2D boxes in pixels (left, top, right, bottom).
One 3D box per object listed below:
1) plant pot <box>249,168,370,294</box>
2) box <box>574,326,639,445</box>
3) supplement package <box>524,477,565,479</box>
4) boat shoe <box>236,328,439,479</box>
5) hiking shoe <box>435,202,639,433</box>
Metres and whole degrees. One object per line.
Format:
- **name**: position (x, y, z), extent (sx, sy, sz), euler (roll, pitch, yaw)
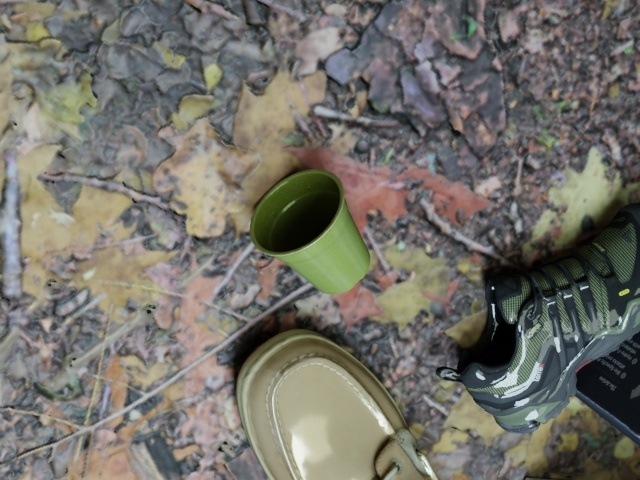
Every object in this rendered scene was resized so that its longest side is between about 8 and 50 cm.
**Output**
- **plant pot**: position (0.000, 0.000, 1.484), extent (0.083, 0.083, 0.079), euler (-44, 132, -5)
- **box**: position (0.301, 0.097, 1.602), extent (0.093, 0.156, 0.158), euler (38, 90, -31)
- **supplement package**: position (0.310, 0.344, 1.667), extent (0.262, 0.198, 0.199), euler (8, 104, -26)
- **boat shoe**: position (0.050, 0.215, 1.555), extent (0.121, 0.110, 0.341), euler (-38, 119, -8)
- **hiking shoe**: position (0.199, 0.052, 1.580), extent (0.114, 0.086, 0.227), euler (36, 92, -33)
